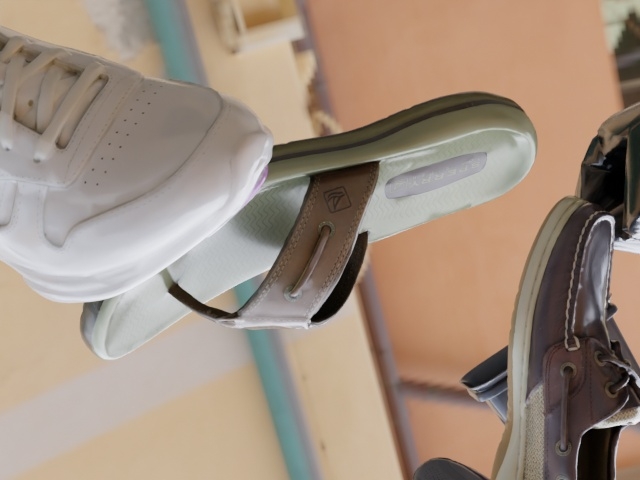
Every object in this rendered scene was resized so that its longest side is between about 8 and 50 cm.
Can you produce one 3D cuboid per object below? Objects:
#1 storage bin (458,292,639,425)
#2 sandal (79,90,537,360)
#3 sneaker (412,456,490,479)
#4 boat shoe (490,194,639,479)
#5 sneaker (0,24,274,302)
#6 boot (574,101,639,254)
[{"bbox_3d":[0.192,0.115,1.323,0.135,0.091,0.098,-33,-177,-3],"label":"storage bin"},{"bbox_3d":[0.001,-0.001,0.978,0.302,0.120,0.086,-22,-117,-11],"label":"sandal"},{"bbox_3d":[0.145,0.269,1.489,0.083,0.098,0.224,-36,-127,0],"label":"sneaker"},{"bbox_3d":[0.183,0.114,1.166,0.092,0.285,0.103,10,180,32],"label":"boat shoe"},{"bbox_3d":[-0.166,-0.054,0.825,0.305,0.152,0.114,4,-127,34],"label":"sneaker"},{"bbox_3d":[0.416,0.006,1.350,0.445,0.367,0.146,3,-113,-10],"label":"boot"}]
